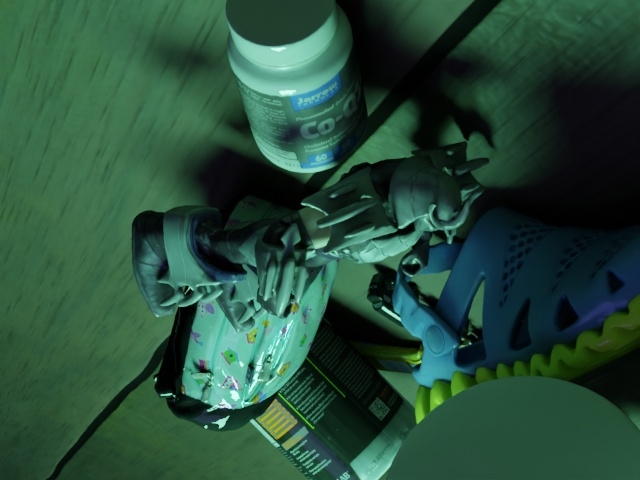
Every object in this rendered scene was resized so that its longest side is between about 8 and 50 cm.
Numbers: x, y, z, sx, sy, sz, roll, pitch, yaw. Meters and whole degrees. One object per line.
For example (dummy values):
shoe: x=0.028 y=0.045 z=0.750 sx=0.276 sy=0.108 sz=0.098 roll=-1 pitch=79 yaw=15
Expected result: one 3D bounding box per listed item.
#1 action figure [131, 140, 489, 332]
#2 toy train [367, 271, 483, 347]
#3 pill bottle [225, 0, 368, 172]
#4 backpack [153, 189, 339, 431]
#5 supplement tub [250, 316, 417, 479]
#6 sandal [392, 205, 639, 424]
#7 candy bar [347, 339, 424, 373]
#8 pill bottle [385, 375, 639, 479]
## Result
action figure: x=0.000 y=0.000 z=1.032 sx=0.185 sy=0.099 sz=0.285 roll=-6 pitch=174 yaw=-43
toy train: x=0.104 y=0.079 z=1.285 sx=0.158 sy=0.036 sz=0.027 roll=33 pitch=156 yaw=-17
pill bottle: x=-0.015 y=-0.108 z=0.949 sx=0.078 sy=0.078 sz=0.137 roll=18 pitch=157 yaw=17
backpack: x=-0.055 y=0.051 z=1.243 sx=0.115 sy=0.152 sz=0.182 roll=19 pitch=120 yaw=1
supplement tub: x=-0.010 y=0.137 z=1.394 sx=0.190 sy=0.117 sz=0.117 roll=46 pitch=156 yaw=-2
sandal: x=0.145 y=0.037 z=1.061 sx=0.317 sy=0.126 sz=0.138 roll=-33 pitch=79 yaw=51
candy bar: x=0.047 y=0.107 z=1.431 sx=0.161 sy=0.018 sz=0.040 roll=2 pitch=146 yaw=44
pill bottle: x=0.174 y=0.263 z=1.070 sx=0.229 sy=0.229 sz=0.408 roll=14 pitch=153 yaw=26
